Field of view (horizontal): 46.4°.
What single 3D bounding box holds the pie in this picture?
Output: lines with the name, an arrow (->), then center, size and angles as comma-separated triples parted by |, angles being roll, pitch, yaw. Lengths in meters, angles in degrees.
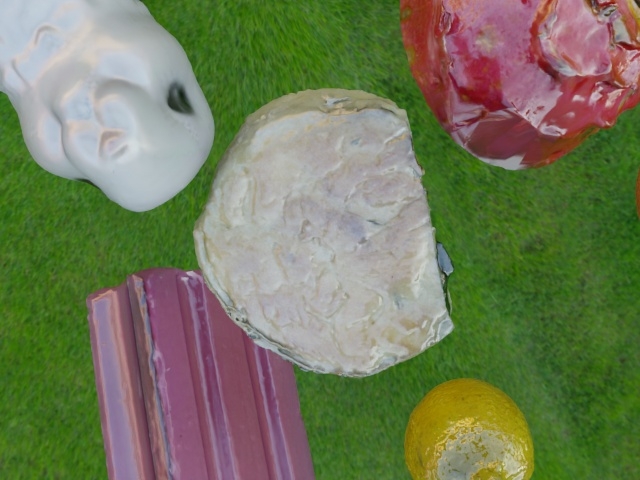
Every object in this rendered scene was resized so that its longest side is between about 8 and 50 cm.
pie -> 0.000, 0.001, 0.549 | 0.185, 0.052, 0.218 | -13, 106, 0

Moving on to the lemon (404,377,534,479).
lemon -> 0.093, 0.130, 0.472 | 0.082, 0.110, 0.082 | 0, 94, 4

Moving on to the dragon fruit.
dragon fruit -> 0.204, -0.155, 0.692 | 0.262, 0.163, 0.189 | 19, 98, -27

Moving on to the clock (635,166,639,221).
clock -> 0.425, -0.044, 0.763 | 0.051, 0.205, 0.205 | -16, 118, -42

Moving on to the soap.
soap -> -0.130, 0.219, 0.891 | 0.128, 0.233, 0.359 | -23, 71, 36

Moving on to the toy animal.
toy animal -> -0.216, -0.163, 0.532 | 0.194, 0.258, 0.357 | -42, 91, -17
